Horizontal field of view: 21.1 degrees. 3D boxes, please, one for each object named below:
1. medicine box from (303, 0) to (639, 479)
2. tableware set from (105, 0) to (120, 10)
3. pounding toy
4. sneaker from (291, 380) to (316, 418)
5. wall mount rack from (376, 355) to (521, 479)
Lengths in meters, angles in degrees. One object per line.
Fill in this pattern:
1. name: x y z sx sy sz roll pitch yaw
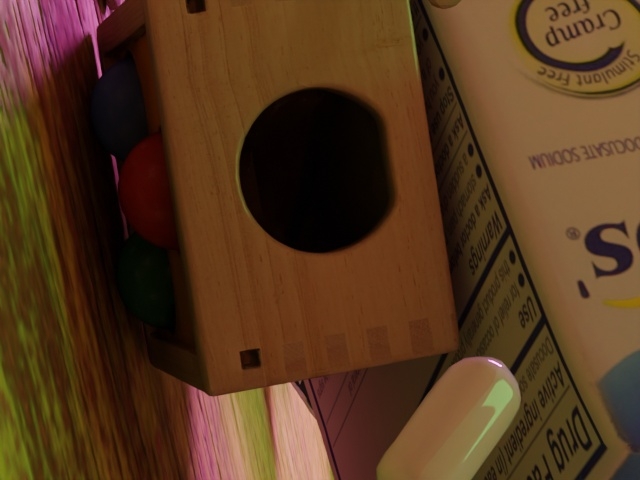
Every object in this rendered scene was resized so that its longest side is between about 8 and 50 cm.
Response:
1. medicine box: 0.086 -0.004 0.654 0.263 0.149 0.289 108 -32 -57
2. tableware set: -0.081 -0.186 0.609 0.194 0.039 0.128 73 10 -61
3. pounding toy: -0.024 -0.060 0.549 0.181 0.094 0.206 -178 -101 -76
4. sneaker: 0.000 0.000 0.923 0.153 0.094 0.234 40 41 -81
5. wall mount rack: 0.006 0.213 0.360 0.350 0.131 0.304 76 7 -53
